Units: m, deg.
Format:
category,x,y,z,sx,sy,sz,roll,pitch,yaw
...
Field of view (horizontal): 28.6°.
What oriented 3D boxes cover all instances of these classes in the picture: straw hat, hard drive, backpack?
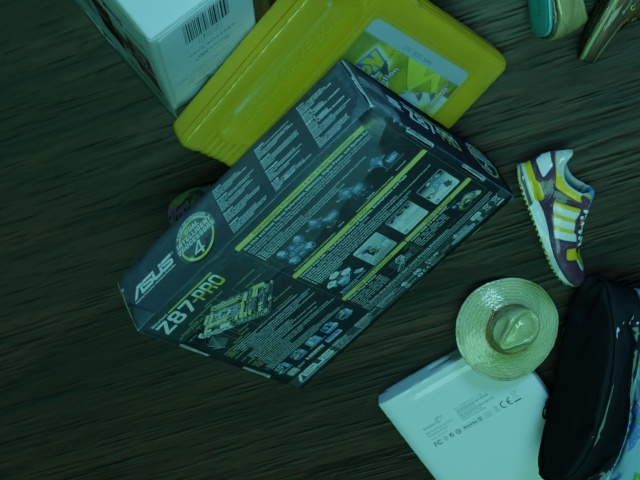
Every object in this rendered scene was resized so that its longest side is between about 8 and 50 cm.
category,x,y,z,sx,sy,sz,roll,pitch,yaw
straw hat,0.253,0.116,1.640,0.144,0.061,0.144,0,90,-9
hard drive,0.250,0.286,1.754,0.203,0.040,0.307,-32,108,15
backpack,0.501,0.221,1.616,0.356,0.273,0.290,13,94,-18

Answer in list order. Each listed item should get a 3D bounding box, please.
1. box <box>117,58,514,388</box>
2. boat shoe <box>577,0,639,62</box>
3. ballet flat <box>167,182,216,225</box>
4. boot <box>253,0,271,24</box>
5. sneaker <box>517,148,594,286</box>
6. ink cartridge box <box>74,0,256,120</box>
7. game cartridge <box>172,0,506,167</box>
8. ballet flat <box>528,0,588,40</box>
category,x,y,z,sx,sy,sz,roll,pitch,yaw
box,0.000,0.000,1.527,0.395,0.097,0.318,-44,142,19
boat shoe,0.369,-0.284,1.491,0.060,0.064,0.178,28,109,-7
ballet flat,-0.092,-0.032,1.616,0.222,0.079,0.077,-1,114,4
boot,-0.064,-0.348,1.472,0.264,0.096,0.280,3,115,0
sneaker,0.318,-0.027,1.601,0.084,0.069,0.185,-20,112,17
ink cartridge box,-0.214,-0.312,1.389,0.130,0.272,0.309,-38,79,-9
game cartridge,0.031,-0.171,1.468,0.285,0.052,0.324,-47,142,20
ballet flat,0.273,-0.353,1.474,0.073,0.080,0.232,-19,116,-19
